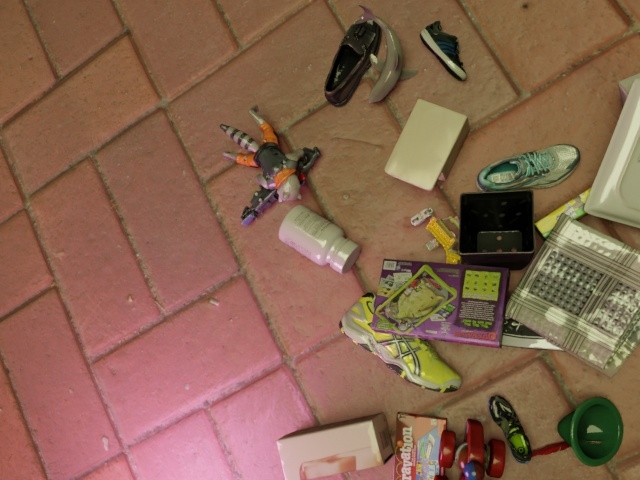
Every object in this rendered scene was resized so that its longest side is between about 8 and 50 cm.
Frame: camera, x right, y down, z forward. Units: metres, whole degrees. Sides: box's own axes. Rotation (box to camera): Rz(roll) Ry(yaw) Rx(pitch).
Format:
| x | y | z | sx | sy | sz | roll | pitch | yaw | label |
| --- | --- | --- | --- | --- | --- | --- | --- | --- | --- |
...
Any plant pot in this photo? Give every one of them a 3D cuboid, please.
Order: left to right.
| x | y | z | sx | sy | sz | roll | pitch | yaw | label |
| --- | --- | --- | --- | --- | --- | --- | --- | --- | --- |
| 0.477 | -0.011 | 1.642 | 0.188 | 0.167 | 0.187 | -2 | 61 | 19 | plant pot |

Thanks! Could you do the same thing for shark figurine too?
| x | y | z | sx | sy | sz | roll | pitch | yaw | label |
| --- | --- | --- | --- | --- | --- | --- | --- | --- | --- |
| 0.200 | -0.557 | 1.789 | 0.166 | 0.116 | 0.278 | -11 | 102 | 3 | shark figurine |

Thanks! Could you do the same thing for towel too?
| x | y | z | sx | sy | sz | roll | pitch | yaw | label |
| --- | --- | --- | --- | --- | --- | --- | --- | --- | --- |
| 0.670 | 0.140 | 1.522 | 0.324 | 0.056 | 0.312 | 31 | 103 | 12 | towel |

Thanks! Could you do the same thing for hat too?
| x | y | z | sx | sy | sz | roll | pitch | yaw | label |
| --- | --- | --- | --- | --- | --- | --- | --- | --- | --- |
| 0.659 | 0.498 | 1.632 | 0.209 | 0.184 | 0.172 | -11 | 88 | -24 | hat |

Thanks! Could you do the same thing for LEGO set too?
| x | y | z | sx | sy | sz | roll | pitch | yaw | label |
| --- | --- | --- | --- | --- | --- | --- | --- | --- | --- |
| 0.376 | 0.031 | 1.746 | 0.132 | 0.107 | 0.286 | -30 | 79 | 50 | LEGO set |

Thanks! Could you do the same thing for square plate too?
| x | y | z | sx | sy | sz | roll | pitch | yaw | label |
| --- | --- | --- | --- | --- | --- | --- | --- | --- | --- |
| 0.871 | -0.183 | 1.505 | 0.344 | 0.049 | 0.347 | 16 | 101 | -7 | square plate |

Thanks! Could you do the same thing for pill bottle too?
| x | y | z | sx | sy | sz | roll | pitch | yaw | label |
| --- | --- | --- | --- | --- | --- | --- | --- | --- | --- |
| 0.000 | 0.000 | 1.839 | 0.229 | 0.131 | 0.131 | 32 | 96 | 18 | pill bottle |

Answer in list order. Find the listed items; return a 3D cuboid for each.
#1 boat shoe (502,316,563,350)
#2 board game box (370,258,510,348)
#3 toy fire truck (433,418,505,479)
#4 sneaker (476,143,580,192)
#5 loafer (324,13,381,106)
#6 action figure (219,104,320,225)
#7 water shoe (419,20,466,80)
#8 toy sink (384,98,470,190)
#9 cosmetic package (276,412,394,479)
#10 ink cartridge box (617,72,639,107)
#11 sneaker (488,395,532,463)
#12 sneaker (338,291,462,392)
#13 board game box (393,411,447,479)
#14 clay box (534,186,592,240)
| x | y | z | sx | sy | sz | roll | pitch | yaw | label |
| --- | --- | --- | --- | --- | --- | --- | --- | --- | --- |
| 0.534 | 0.235 | 1.650 | 0.307 | 0.113 | 0.104 | 4 | 80 | 16 | boat shoe |
| 0.319 | 0.163 | 1.642 | 0.347 | 0.056 | 0.208 | 4 | 67 | 27 | board game box |
| 0.387 | 0.629 | 1.578 | 0.170 | 0.254 | 0.301 | 9 | 87 | 9 | toy fire truck |
| 0.565 | -0.190 | 1.667 | 0.283 | 0.122 | 0.110 | -19 | 80 | 16 | sneaker |
| 0.097 | -0.560 | 1.870 | 0.109 | 0.095 | 0.302 | 26 | 94 | 19 | loafer |
| -0.190 | -0.217 | 1.903 | 0.330 | 0.178 | 0.341 | 43 | 97 | 26 | action figure |
| 0.375 | -0.560 | 1.788 | 0.080 | 0.073 | 0.203 | -39 | 75 | 10 | water shoe |
| 0.308 | -0.258 | 1.757 | 0.153 | 0.131 | 0.234 | 25 | 89 | 19 | toy sink |
| 0.045 | 0.597 | 1.765 | 0.296 | 0.153 | 0.129 | -17 | 79 | 18 | cosmetic package |
| 0.887 | -0.365 | 1.547 | 0.220 | 0.160 | 0.092 | -21 | 36 | 16 | ink cartridge box |
| 0.515 | 0.501 | 1.639 | 0.067 | 0.078 | 0.188 | -20 | 65 | -6 | sneaker |
| 0.236 | 0.289 | 1.730 | 0.385 | 0.145 | 0.147 | 32 | 96 | 17 | sneaker |
| 0.282 | 0.642 | 1.746 | 0.145 | 0.027 | 0.281 | 2 | 86 | 20 | board game box |
| 0.675 | -0.081 | 1.618 | 0.222 | 0.127 | 0.053 | -34 | 77 | 14 | clay box |
